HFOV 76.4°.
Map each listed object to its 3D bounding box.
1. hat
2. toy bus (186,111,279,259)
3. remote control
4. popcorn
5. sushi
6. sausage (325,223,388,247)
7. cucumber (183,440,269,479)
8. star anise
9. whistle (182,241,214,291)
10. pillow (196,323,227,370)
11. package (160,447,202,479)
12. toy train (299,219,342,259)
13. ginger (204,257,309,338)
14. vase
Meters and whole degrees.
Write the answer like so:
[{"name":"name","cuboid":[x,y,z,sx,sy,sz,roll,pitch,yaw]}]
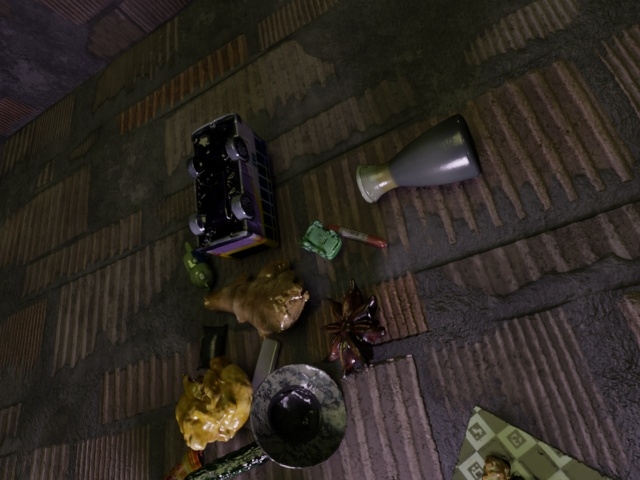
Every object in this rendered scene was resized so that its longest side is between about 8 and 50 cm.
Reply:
[{"name":"hat","cuboid":[-0.074,0.458,1.070,0.128,0.265,0.266,-39,48,54]},{"name":"toy bus","cuboid":[-0.287,-0.174,1.375,0.209,0.249,0.441,-18,69,22]},{"name":"remote control","cuboid":[-0.175,0.425,1.213,0.067,0.029,0.261,2,70,38]},{"name":"popcorn","cuboid":[-0.289,0.451,1.144,0.190,0.191,0.254,-25,50,33]},{"name":"sushi","cuboid":[0.405,0.545,0.823,0.293,0.059,0.292,18,80,34]},{"name":"sausage","cuboid":[0.105,-0.016,1.225,0.223,0.029,0.030,18,80,33]},{"name":"cucumber","cuboid":[-0.249,0.619,1.119,0.293,0.068,0.068,-26,60,2]},{"name":"star anise","cuboid":[0.097,0.241,1.101,0.272,0.102,0.272,-31,51,48]},{"name":"whistle","cuboid":[-0.439,0.088,1.453,0.085,0.105,0.227,-24,52,-16]},{"name":"pillow","cuboid":[-0.354,0.347,1.328,0.090,0.048,0.150,-12,64,28]},{"name":"package","cuboid":[-0.413,0.756,1.168,0.288,0.108,0.223,-37,55,-2]},{"name":"toy train","cuboid":[0.000,0.000,1.254,0.149,0.081,0.099,29,86,28]},{"name":"ginger","cuboid":[-0.203,0.154,1.255,0.375,0.166,0.237,15,88,27]},{"name":"vase","cuboid":[0.266,-0.208,1.141,0.321,0.173,0.174,-19,63,28]}]
